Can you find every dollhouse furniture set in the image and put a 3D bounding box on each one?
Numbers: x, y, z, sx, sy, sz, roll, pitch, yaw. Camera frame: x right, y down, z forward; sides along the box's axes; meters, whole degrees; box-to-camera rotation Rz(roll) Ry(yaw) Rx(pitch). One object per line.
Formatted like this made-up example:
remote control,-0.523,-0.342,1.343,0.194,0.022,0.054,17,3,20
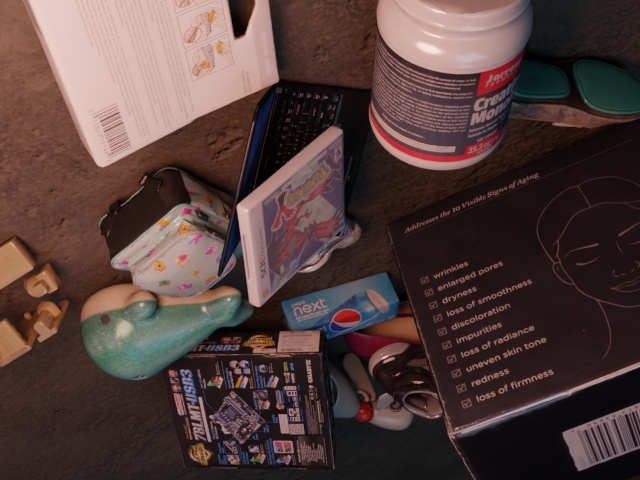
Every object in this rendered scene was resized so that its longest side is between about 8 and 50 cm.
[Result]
dollhouse furniture set,-0.455,0.070,1.414,0.144,0.123,0.151,-30,111,10

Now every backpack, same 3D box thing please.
backpack,-0.197,-0.003,1.369,0.166,0.144,0.188,-40,152,20

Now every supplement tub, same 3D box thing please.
supplement tub,0.163,-0.239,1.208,0.191,0.191,0.272,-16,146,-12

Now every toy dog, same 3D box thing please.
toy dog,0.056,0.284,1.917,0.334,0.220,0.160,14,101,-53

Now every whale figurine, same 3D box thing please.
whale figurine,-0.242,0.142,1.490,0.272,0.141,0.216,-9,161,8

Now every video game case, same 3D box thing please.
video game case,-0.033,-0.032,1.280,0.201,0.023,0.183,-44,147,-34

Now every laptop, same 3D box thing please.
laptop,-0.025,-0.085,1.287,0.264,0.136,0.234,1,116,-33

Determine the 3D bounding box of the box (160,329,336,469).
box,-0.127,0.296,1.723,0.294,0.073,0.295,-1,124,8

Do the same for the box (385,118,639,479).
box,0.409,0.119,1.527,0.480,0.471,0.297,-23,132,9

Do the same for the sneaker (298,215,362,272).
sneaker,0.000,0.000,1.584,0.135,0.052,0.058,-37,135,7

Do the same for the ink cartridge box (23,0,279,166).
ink cartridge box,-0.187,-0.248,1.094,0.261,0.066,0.296,-29,149,-15

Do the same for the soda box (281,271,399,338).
soda box,0.037,0.130,1.759,0.210,0.071,0.067,-16,146,-12

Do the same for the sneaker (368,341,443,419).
sneaker,0.237,0.253,1.789,0.269,0.153,0.101,-14,132,-7

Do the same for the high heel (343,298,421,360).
high heel,0.233,0.152,1.851,0.377,0.127,0.181,-22,158,4

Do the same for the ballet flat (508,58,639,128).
ballet flat,0.365,-0.224,1.458,0.316,0.107,0.106,4,158,-28
